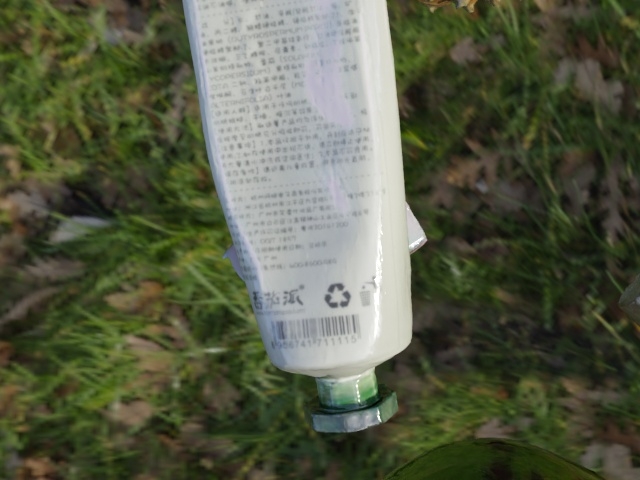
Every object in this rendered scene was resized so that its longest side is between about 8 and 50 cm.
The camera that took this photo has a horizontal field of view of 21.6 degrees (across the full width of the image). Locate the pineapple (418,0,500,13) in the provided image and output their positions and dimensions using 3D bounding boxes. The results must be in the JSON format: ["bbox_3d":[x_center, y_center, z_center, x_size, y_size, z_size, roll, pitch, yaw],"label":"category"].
[{"bbox_3d":[0.233,-0.336,1.677,0.361,0.175,0.175,-19,77,-21],"label":"pineapple"}]

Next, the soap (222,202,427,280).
[{"bbox_3d":[0.000,0.000,1.402,0.149,0.056,0.100,-33,97,-14],"label":"soap"}]

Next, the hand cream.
[{"bbox_3d":[-0.009,-0.065,0.886,0.121,0.076,0.336,-6,101,21],"label":"hand cream"}]

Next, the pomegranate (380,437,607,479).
[{"bbox_3d":[0.106,0.224,1.006,0.211,0.263,0.211,-1,82,4],"label":"pomegranate"}]

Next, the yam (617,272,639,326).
[{"bbox_3d":[0.330,0.069,1.452,0.127,0.084,0.084,40,94,-4],"label":"yam"}]
